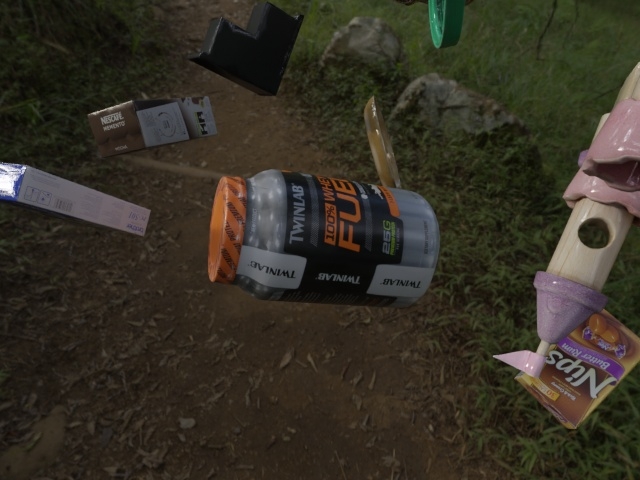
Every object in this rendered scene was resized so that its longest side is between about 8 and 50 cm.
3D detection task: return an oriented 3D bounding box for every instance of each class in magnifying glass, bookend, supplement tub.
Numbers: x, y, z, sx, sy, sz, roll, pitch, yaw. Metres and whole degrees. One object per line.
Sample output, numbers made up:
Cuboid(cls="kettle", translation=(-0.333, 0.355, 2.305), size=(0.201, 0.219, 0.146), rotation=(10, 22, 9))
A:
Cuboid(cls="magnifying glass", translation=(0.118, -0.256, 0.413), size=(0.026, 0.231, 0.092), rotation=(-6, 81, 5))
Cuboid(cls="bookend", translation=(-0.134, -0.368, 0.848), size=(0.157, 0.156, 0.072), rotation=(17, 6, -35))
Cuboid(cls="supplement tub", translation=(0.000, 0.000, 0.709), size=(0.316, 0.193, 0.193), rotation=(5, 35, -20))

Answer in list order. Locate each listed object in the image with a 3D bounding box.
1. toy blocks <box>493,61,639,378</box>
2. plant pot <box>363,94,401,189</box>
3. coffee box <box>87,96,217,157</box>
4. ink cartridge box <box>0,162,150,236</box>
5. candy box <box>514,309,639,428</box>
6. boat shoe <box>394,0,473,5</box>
Cuboid(cls="toy blocks", translation=(0.319, 0.026, 0.349), size=(0.289, 0.259, 0.309), rotation=(21, 1, 19))
Cuboid(cls="plant pot", translation=(0.136, -0.197, 1.025), size=(0.033, 0.236, 0.236), rotation=(-15, 37, 14))
Cuboid(cls="coffee box", translation=(-0.448, -0.318, 1.283), size=(0.168, 0.118, 0.297), rotation=(-5, 16, 26))
Cuboid(cls="ink cartridge box", translation=(-0.342, -0.051, 0.634), size=(0.097, 0.207, 0.046), rotation=(8, 82, 22))
Cuboid(cls="candy box", translation=(0.432, 0.205, 0.775), size=(0.187, 0.053, 0.109), rotation=(-42, 69, -7))
Cuboid(cls="boat shoe", translation=(0.155, -0.481, 0.850), size=(0.342, 0.122, 0.110), rotation=(4, 69, -23))
